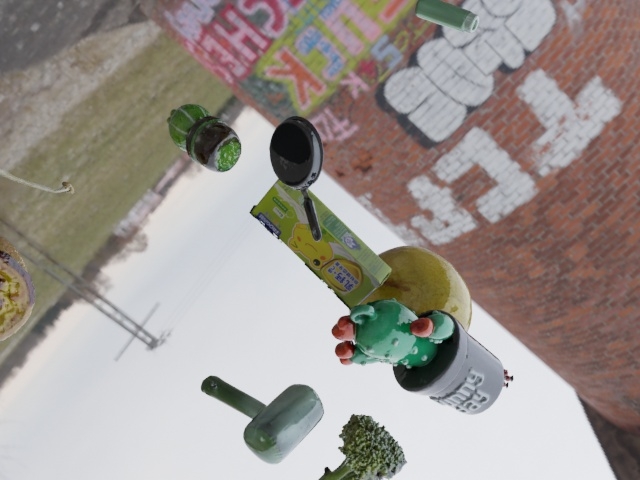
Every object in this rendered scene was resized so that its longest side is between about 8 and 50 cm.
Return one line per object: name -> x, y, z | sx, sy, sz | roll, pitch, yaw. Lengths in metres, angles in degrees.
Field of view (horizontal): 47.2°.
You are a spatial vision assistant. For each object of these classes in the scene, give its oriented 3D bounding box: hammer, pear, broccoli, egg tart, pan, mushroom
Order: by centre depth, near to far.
pan -> -0.036, -0.111, 1.346 | 0.028, 0.235, 0.136 | -17, -175, -42
egg tart -> -0.652, 0.081, 1.380 | 0.215, 0.215, 0.171 | -49, -150, 6
mushroom -> -0.642, -0.140, 1.479 | 0.026, 0.286, 0.028 | -6, -110, 65
hammer -> -0.169, 0.400, 1.791 | 0.335, 0.119, 0.206 | 19, -139, 34
pear -> 0.217, 0.163, 1.796 | 0.314, 0.314, 0.314 | -45, -163, 18
broccoli -> 0.098, 0.599, 2.098 | 0.272, 0.180, 0.242 | -17, 178, 9

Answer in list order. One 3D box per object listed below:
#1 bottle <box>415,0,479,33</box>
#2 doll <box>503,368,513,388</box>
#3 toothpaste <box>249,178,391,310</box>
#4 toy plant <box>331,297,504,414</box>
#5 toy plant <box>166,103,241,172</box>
bottle -> 0.167, -0.298, 0.967 | 0.030, 0.083, 0.030 | -47, 153, -33
doll -> 0.444, 0.362, 2.012 | 0.057, 0.169, 0.109 | -62, 176, -48
toothpaste -> 0.000, 0.000, 1.611 | 0.110, 0.327, 0.077 | -47, 178, 34
toy plant -> 0.209, 0.220, 1.512 | 0.279, 0.400, 0.185 | 1, -118, 58
toy plant -> -0.221, -0.194, 1.351 | 0.162, 0.093, 0.093 | 37, -94, 30
